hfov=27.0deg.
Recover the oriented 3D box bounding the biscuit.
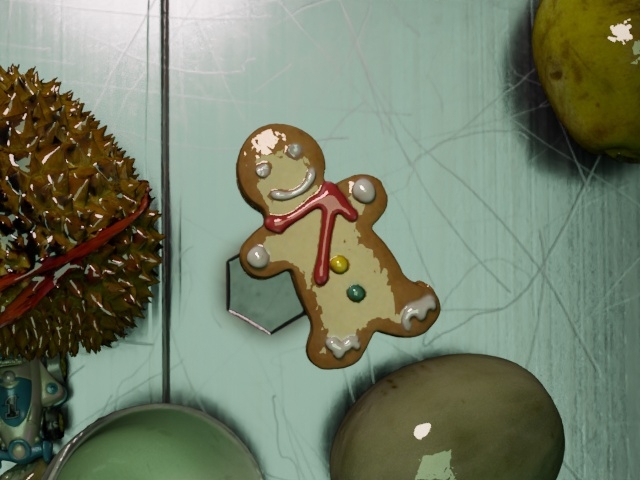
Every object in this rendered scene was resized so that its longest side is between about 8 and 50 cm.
[{"bbox_3d":[0.000,0.000,1.751,0.216,0.047,0.340,-26,89,-5],"label":"biscuit"}]

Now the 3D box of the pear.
[{"bbox_3d":[0.402,-0.249,1.691,0.269,0.269,0.321,19,73,-2],"label":"pear"}]

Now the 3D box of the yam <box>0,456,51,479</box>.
[{"bbox_3d":[-0.317,0.458,1.696,0.083,0.083,0.372,-20,89,-4],"label":"yam"}]

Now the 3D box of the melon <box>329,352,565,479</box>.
[{"bbox_3d":[0.151,0.270,1.643,0.308,0.271,0.272,-17,87,-36],"label":"melon"}]

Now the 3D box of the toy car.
[{"bbox_3d":[-0.387,0.196,1.679,0.126,0.098,0.161,-6,64,-1],"label":"toy car"}]

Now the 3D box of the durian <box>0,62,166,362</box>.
[{"bbox_3d":[-0.360,-0.027,1.588,0.384,0.347,0.348,37,86,12],"label":"durian"}]

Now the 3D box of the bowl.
[{"bbox_3d":[-0.222,0.359,1.631,0.307,0.163,0.307,9,72,-28],"label":"bowl"}]
